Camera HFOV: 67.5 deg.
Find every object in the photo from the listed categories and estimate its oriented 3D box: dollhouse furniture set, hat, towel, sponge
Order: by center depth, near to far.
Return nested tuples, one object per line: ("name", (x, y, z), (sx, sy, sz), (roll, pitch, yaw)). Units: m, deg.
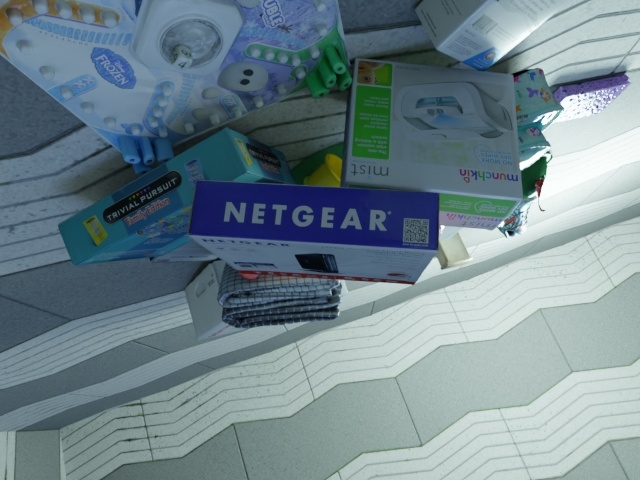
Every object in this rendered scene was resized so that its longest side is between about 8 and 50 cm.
("towel", (-0.088, 0.096, 1.140), (0.283, 0.235, 0.122), (-6, 115, 0))
("sponge", (0.633, -0.339, 1.165), (0.209, 0.031, 0.117), (-15, 160, -18))
("hat", (0.659, -0.145, 1.467), (0.208, 0.184, 0.173), (-12, 159, -24))
("dollhouse furniture set", (0.375, 0.080, 1.793), (0.303, 0.174, 0.355), (-10, 157, -27))

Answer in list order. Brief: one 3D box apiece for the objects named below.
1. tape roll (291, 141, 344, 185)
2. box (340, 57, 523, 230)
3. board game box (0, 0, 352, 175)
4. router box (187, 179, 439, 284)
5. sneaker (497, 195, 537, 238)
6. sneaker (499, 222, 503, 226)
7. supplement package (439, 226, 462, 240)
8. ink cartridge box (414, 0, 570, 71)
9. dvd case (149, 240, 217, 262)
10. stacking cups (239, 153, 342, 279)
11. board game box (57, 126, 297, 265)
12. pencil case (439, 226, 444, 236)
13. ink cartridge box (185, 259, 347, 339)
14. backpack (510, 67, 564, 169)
("tape roll", (0.054, -0.112, 1.118), (0.321, 0.077, 0.321), (-19, 160, -7))
("box", (0.168, -0.151, 0.777), (0.261, 0.231, 0.127), (7, 157, -1))
("board game box", (-0.161, -0.245, 0.596), (0.389, 0.050, 0.390), (-22, 160, 4))
("router box", (0.000, 0.000, 0.770), (0.335, 0.082, 0.301), (3, 167, 6))
("sneaker", (0.747, -0.089, 1.788), (0.104, 0.125, 0.262), (-18, 160, -9))
("sneaker", (0.506, -0.096, 1.407), (0.085, 0.086, 0.237), (6, -157, 25))
("supplement package", (0.294, -0.077, 1.358), (0.243, 0.134, 0.139), (-8, 156, -32))
("ink cartridge box", (0.263, -0.353, 0.678), (0.148, 0.086, 0.203), (0, 152, -45))
("dvd case", (-0.268, -0.012, 1.128), (0.179, 0.030, 0.238), (2, 151, -48))
("stacking cups", (-0.061, -0.039, 0.967), (0.316, 0.096, 0.096), (-40, 154, 28))
("board game box", (-0.236, -0.067, 0.855), (0.335, 0.079, 0.253), (-26, 176, 13))
("pencil case", (0.270, -0.099, 1.124), (0.124, 0.124, 0.284), (-41, -177, 44))
("ink cartridge box", (-0.166, 0.155, 1.436), (0.394, 0.167, 0.285), (-7, 162, -34))
("backpack", (0.357, -0.225, 0.977), (0.253, 0.191, 0.225), (-28, 169, -2))
